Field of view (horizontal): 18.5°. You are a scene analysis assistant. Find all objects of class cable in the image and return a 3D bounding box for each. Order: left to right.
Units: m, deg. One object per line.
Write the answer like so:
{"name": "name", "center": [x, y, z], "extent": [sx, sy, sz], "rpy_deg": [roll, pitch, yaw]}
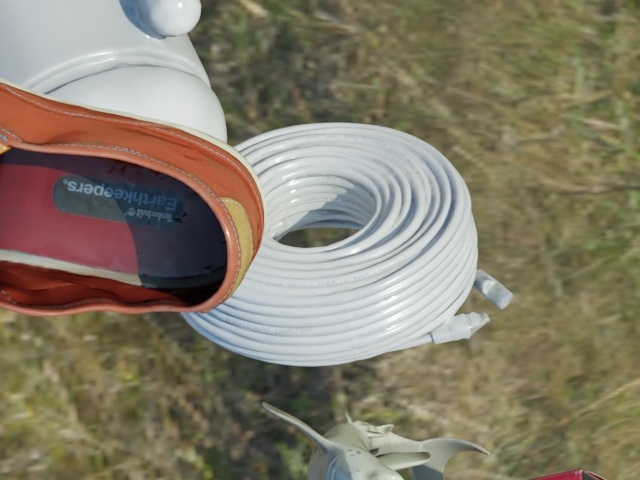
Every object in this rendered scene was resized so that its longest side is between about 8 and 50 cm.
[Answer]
{"name": "cable", "center": [0.000, 0.000, 1.622], "extent": [0.257, 0.257, 0.089], "rpy_deg": [-124, 21, -48]}

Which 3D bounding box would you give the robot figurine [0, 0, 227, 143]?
{"name": "robot figurine", "center": [-0.198, -0.125, 1.548], "extent": [0.300, 0.199, 0.353], "rpy_deg": [-50, 53, 35]}

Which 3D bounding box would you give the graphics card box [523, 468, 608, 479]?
{"name": "graphics card box", "center": [0.129, 0.378, 1.539], "extent": [0.232, 0.094, 0.371], "rpy_deg": [-15, 60, 32]}

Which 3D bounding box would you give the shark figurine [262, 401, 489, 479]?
{"name": "shark figurine", "center": [0.028, 0.207, 1.660], "extent": [0.166, 0.278, 0.116], "rpy_deg": [24, 97, 14]}

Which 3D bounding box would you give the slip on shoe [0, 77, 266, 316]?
{"name": "slip on shoe", "center": [-0.187, -0.024, 0.969], "extent": [0.331, 0.101, 0.123], "rpy_deg": [9, 107, -10]}
